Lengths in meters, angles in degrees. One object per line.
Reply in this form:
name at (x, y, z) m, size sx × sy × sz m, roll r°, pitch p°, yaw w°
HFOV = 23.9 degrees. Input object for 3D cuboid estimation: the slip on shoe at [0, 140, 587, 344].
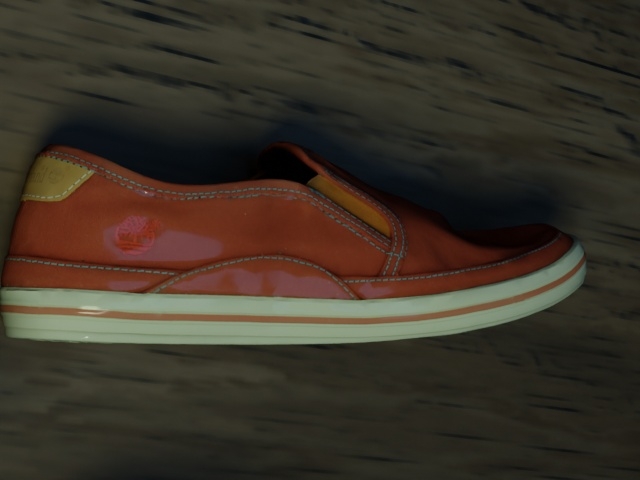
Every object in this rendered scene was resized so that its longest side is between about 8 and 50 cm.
slip on shoe at (0.000, 0.000, 0.773) m, size 0.331 × 0.123 × 0.101 m, roll 1°, pitch 88°, yaw -28°
